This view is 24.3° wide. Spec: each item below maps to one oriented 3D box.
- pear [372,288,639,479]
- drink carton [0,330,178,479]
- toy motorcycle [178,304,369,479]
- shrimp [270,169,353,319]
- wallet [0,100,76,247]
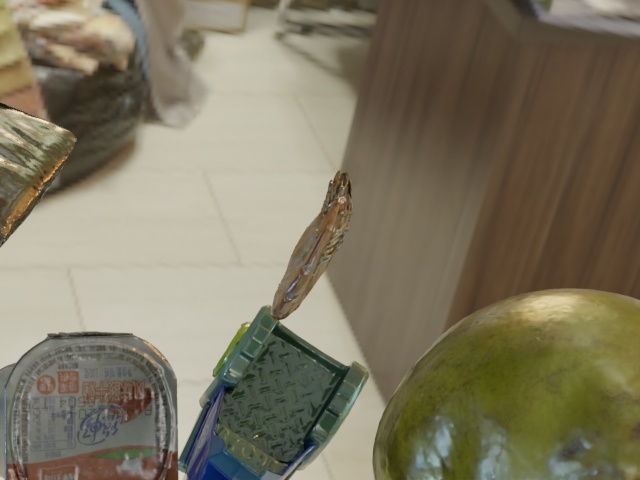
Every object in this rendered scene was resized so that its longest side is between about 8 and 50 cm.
[{"bbox_3d":[0.229,0.204,1.388,0.352,0.413,0.352,5,78,-25],"label":"pear"},{"bbox_3d":[-0.263,0.192,1.575,0.185,0.191,0.189,-1,-3,-24],"label":"drink carton"},{"bbox_3d":[-0.087,0.261,1.977,0.191,0.200,0.326,33,64,-2],"label":"toy motorcycle"},{"bbox_3d":[-0.004,-0.002,1.867,0.053,0.133,0.236,25,60,8],"label":"shrimp"},{"bbox_3d":[-0.289,-0.069,0.938,0.245,0.052,0.168,20,31,1],"label":"wallet"}]
